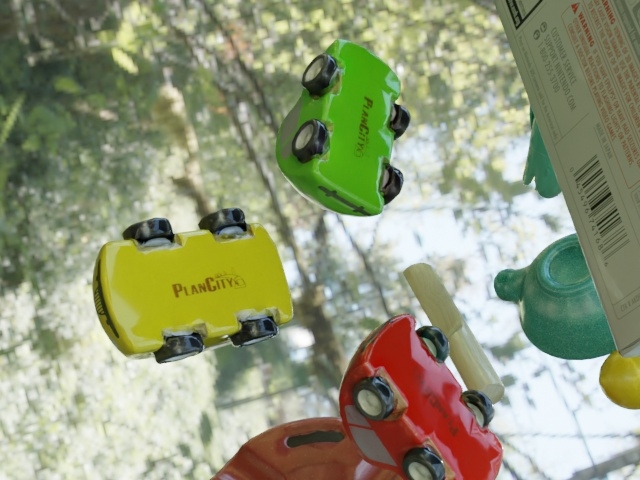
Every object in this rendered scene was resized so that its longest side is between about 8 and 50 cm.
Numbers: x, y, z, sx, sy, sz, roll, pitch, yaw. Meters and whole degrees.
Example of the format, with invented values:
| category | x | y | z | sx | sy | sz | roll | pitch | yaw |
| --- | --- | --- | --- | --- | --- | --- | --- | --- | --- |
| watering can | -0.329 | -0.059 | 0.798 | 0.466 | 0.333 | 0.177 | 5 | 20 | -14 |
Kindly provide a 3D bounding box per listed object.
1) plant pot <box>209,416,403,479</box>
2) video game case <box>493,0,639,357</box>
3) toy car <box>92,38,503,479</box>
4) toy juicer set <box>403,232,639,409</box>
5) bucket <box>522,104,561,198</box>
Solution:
| category | x | y | z | sx | sy | sz | roll | pitch | yaw |
| --- | --- | --- | --- | --- | --- | --- | --- | --- | --- |
| plant pot | 0.008 | 0.293 | 0.970 | 0.265 | 0.272 | 0.272 | 88 | -21 | -52 |
| video game case | 0.185 | -0.120 | 0.528 | 0.244 | 0.061 | 0.269 | -49 | -132 | 51 |
| toy car | 0.000 | 0.000 | 0.599 | 0.053 | 0.239 | 0.225 | -27 | -137 | 45 |
| toy juicer set | 0.237 | 0.074 | 1.042 | 0.089 | 0.329 | 0.209 | 54 | 28 | -41 |
| bucket | 0.377 | -0.145 | 1.379 | 0.281 | 0.281 | 0.183 | -144 | -128 | -63 |
